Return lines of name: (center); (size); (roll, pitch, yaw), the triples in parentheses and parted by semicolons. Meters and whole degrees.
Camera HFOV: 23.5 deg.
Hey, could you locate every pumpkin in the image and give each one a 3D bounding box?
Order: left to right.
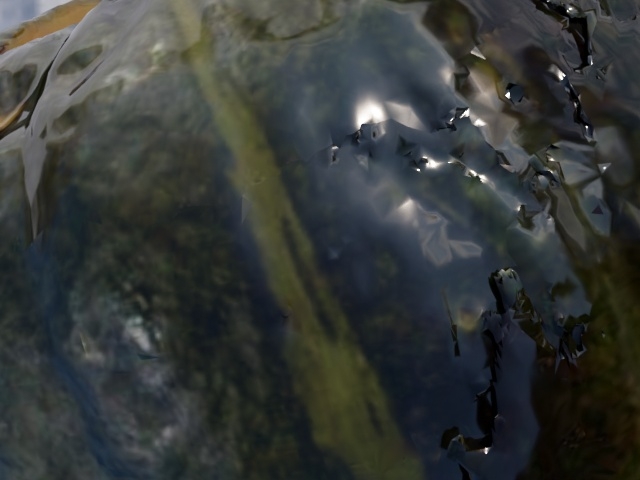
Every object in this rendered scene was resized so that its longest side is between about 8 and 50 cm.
pumpkin: (0.000, 0.000, 0.465); (0.320, 0.320, 0.192); (-17, 100, 29)
